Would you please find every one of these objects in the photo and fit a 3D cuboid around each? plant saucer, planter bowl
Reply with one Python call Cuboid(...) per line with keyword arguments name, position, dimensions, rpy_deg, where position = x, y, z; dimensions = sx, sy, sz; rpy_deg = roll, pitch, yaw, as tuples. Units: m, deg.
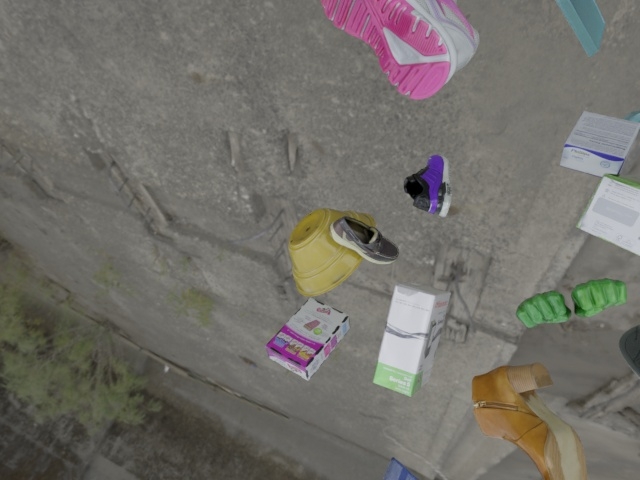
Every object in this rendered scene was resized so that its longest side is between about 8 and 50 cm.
Cuboid(name="plant saucer", position=(0.860, -0.324, 1.327), dimensions=(0.021, 0.119, 0.119), rpy_deg=(56, 163, 25))
Cuboid(name="plant saucer", position=(0.428, -0.374, 0.765), dimensions=(0.192, 0.067, 0.018), rpy_deg=(15, 179, -44))
Cuboid(name="planter bowl", position=(0.000, 0.000, 0.958), dimensions=(0.090, 0.217, 0.217), rpy_deg=(43, 151, -25))

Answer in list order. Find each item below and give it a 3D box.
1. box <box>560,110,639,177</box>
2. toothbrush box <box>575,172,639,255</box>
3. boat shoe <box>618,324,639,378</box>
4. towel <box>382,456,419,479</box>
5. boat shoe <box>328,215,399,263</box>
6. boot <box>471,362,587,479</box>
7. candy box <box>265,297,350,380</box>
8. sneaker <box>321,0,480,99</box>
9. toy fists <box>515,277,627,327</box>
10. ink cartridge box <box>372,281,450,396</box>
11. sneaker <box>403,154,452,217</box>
Cuboid(name="box", position=(0.646, -0.221, 1.089), dimensions=(0.126, 0.137, 0.072), rpy_deg=(25, 150, 29))
Cuboid(name="toothbrush box", position=(0.680, -0.041, 0.940), dimensions=(0.206, 0.283, 0.122), rpy_deg=(36, 117, 38))
Cuboid(name="boat shoe", position=(0.586, 0.268, 0.741), dimensions=(0.118, 0.320, 0.103), rpy_deg=(-38, 110, 23))
Cuboid(name="towel", position=(0.141, 0.552, 0.792), dimensions=(0.209, 0.285, 0.034), rpy_deg=(43, 134, -1))
Cuboid(name="boat shoe", position=(0.088, 0.000, 0.858), dimensions=(0.152, 0.056, 0.049), rpy_deg=(20, 145, -26))
Cuboid(name="boot", position=(0.442, 0.426, 1.035), dimensions=(0.104, 0.295, 0.211), rpy_deg=(5, 151, -23))
Cuboid(name="candy box", position=(-0.035, 0.302, 1.471), dimensions=(0.159, 0.233, 0.071), rpy_deg=(22, 139, 31))
Cuboid(name="sneaker", position=(0.093, -0.284, 0.572), dimensions=(0.252, 0.111, 0.103), rpy_deg=(57, 145, 10))
Cuboid(name="toy fists", position=(0.676, 0.172, 1.276), dimensions=(0.279, 0.096, 0.142), rpy_deg=(-18, 158, 20))
Cuboid(name="ink cartridge box", position=(0.254, 0.259, 1.291), dimensions=(0.115, 0.272, 0.198), rpy_deg=(15, -177, 26))
Cuboid(name="sneaker", position=(0.355, -0.205, 1.587), dimensions=(0.146, 0.293, 0.102), rpy_deg=(9, 133, 0))
